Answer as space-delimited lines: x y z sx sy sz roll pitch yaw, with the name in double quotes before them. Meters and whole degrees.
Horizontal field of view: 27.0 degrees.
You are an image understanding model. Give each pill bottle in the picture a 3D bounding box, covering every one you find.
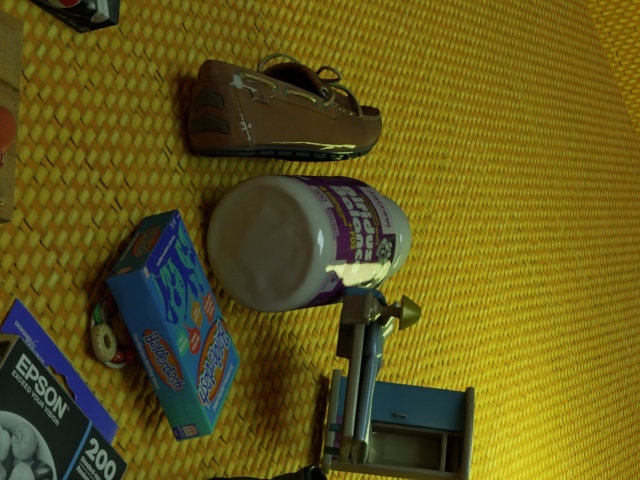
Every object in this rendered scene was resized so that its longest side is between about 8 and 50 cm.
"pill bottle" 0.000 0.000 1.718 0.301 0.169 0.169 -5 87 -61

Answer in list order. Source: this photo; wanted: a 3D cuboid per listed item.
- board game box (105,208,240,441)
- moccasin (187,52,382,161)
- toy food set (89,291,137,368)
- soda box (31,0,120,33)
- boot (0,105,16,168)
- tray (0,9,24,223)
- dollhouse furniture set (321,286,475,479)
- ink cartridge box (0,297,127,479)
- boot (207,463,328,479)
"board game box" -0.160 0.093 1.493 0.160 0.047 0.210 -72 145 -63
"moccasin" -0.038 -0.177 1.748 0.380 0.139 0.147 -1 93 -52
"toy food set" -0.221 0.096 1.442 0.083 0.020 0.082 35 53 -53
"soda box" -0.280 -0.280 1.398 0.169 0.053 0.060 29 58 -55
"boot" -0.292 -0.075 1.141 0.059 0.084 0.158 67 30 -23
"tray" -0.412 -0.155 1.105 0.411 0.076 0.203 23 63 -57
"dollhouse furniture set" 0.106 0.245 1.684 0.303 0.198 0.286 95 2 -64
"ink cartridge box" -0.270 0.196 1.302 0.206 0.045 0.208 59 34 -35
"boot" -0.058 0.381 1.516 0.083 0.161 0.246 15 70 -59
